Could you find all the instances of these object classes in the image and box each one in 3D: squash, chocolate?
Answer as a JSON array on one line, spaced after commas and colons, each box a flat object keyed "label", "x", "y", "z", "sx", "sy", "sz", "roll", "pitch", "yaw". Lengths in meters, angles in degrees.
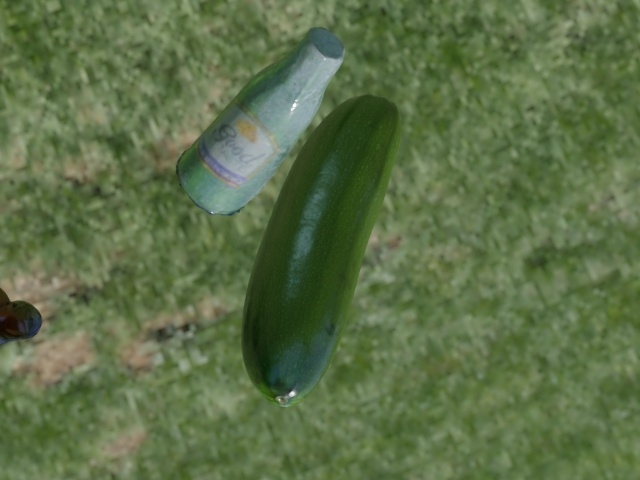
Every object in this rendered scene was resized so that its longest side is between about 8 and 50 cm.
[{"label": "squash", "x": -0.002, "y": 0.001, "z": 1.195, "sx": 0.082, "sy": 0.292, "sz": 0.082, "roll": 12, "pitch": 145, "yaw": 9}, {"label": "chocolate", "x": -0.066, "y": -0.149, "z": 1.889, "sx": 0.110, "sy": 0.110, "sz": 0.291, "roll": -4, "pitch": 149, "yaw": -40}]

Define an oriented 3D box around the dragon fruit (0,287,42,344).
[{"label": "dragon fruit", "x": -0.268, "y": 0.094, "z": 0.966, "sx": 0.208, "sy": 0.150, "sz": 0.133, "roll": -32, "pitch": 132, "yaw": -12}]
